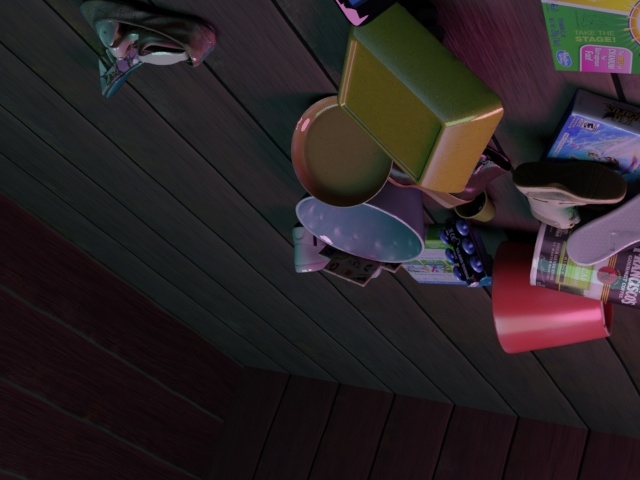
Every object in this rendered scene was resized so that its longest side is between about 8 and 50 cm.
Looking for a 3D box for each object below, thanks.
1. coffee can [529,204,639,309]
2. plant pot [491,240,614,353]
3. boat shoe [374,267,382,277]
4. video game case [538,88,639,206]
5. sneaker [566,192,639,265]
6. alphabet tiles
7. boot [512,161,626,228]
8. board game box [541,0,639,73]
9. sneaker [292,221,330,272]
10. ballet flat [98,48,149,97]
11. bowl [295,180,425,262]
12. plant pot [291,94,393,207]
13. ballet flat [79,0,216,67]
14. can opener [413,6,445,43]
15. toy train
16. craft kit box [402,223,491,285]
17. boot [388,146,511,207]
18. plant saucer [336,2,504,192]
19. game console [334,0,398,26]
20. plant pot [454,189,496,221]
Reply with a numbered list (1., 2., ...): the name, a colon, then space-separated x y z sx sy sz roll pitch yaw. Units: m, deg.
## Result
1. coffee can: 0.601 0.029 1.865 0.275 0.201 0.201 13 157 19
2. plant pot: 0.558 0.132 2.100 0.243 0.275 0.275 -3 150 25
3. boat shoe: 0.113 0.057 2.507 0.096 0.088 0.267 13 157 17
4. video game case: 0.556 -0.156 1.661 0.244 0.061 0.269 17 158 6
5. sneaker: 0.614 -0.047 1.676 0.296 0.104 0.147 -26 180 25
6. alphabet tiles: 0.119 0.023 2.205 0.198 0.237 0.009 22 137 27
7. boot: 0.492 -0.081 1.711 0.213 0.077 0.165 9 157 32
8. board game box: 0.489 -0.339 1.284 0.317 0.064 0.242 8 155 27
9. sneaker: 0.000 0.000 2.487 0.094 0.151 0.256 -4 -176 23
10. ballet flat: -0.452 -0.395 1.980 0.079 0.077 0.221 47 146 -13
11. bowl: 0.115 -0.089 2.064 0.312 0.163 0.311 18 158 8
12. plant pot: 0.049 -0.188 1.871 0.236 0.236 0.032 10 -167 25
13. ballet flat: -0.368 -0.415 1.795 0.316 0.106 0.107 13 157 18
14. can opener: 0.188 -0.320 1.608 0.093 0.074 0.280 -14 159 -6
15. toy train: 0.354 0.027 2.128 0.105 0.184 0.080 6 149 -47
16. craft kit box: 0.307 0.040 2.348 0.250 0.061 0.247 0 153 41
17. boot: 0.255 -0.174 1.889 0.248 0.090 0.207 29 145 -17
18. plant saucer: 0.145 -0.246 1.577 0.333 0.081 0.332 47 162 14
19. game console: 0.116 -0.435 1.222 0.250 0.173 0.293 20 163 40
20. plant pot: 0.358 -0.078 2.008 0.083 0.083 0.079 2 164 39
